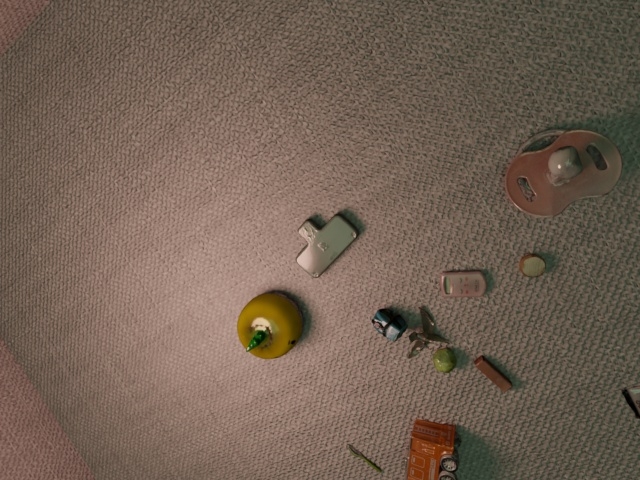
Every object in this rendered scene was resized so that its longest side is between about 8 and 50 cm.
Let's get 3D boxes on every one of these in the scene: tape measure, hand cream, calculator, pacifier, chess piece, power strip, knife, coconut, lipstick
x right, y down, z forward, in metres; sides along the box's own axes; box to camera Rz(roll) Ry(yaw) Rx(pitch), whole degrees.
[{"bbox_3d":[0.261,0.315,1.555,0.125,0.146,0.080,31,109,24],"label":"tape measure"},{"bbox_3d":[1.235,0.522,1.389,0.336,0.076,0.121,-26,89,25],"label":"hand cream"},{"bbox_3d":[0.520,0.161,1.507,0.175,0.032,0.100,-4,101,16],"label":"calculator"},{"bbox_3d":[0.752,-0.215,1.275,0.332,0.273,0.220,-26,111,19],"label":"pacifier"},{"bbox_3d":[0.742,0.089,1.432,0.084,0.038,0.083,4,105,15],"label":"chess piece"},{"bbox_3d":[0.000,0.000,1.593,0.194,0.059,0.265,43,108,-2],"label":"power strip"},{"bbox_3d":[0.186,0.945,1.769,0.184,0.022,0.026,35,78,6],"label":"knife"},{"bbox_3d":[0.474,0.462,1.559,0.088,0.088,0.096,-25,89,18],"label":"coconut"},{"bbox_3d":[0.650,0.500,1.539,0.145,0.045,0.045,42,107,3],"label":"lipstick"}]

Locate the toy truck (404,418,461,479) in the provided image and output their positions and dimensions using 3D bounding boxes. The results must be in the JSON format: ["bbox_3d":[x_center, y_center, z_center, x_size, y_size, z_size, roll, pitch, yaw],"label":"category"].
[{"bbox_3d":[0.435,0.926,1.626,0.207,0.173,0.387,7,101,20],"label":"toy truck"}]

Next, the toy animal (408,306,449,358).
[{"bbox_3d":[0.410,0.381,1.552,0.155,0.095,0.219,20,107,14],"label":"toy animal"}]

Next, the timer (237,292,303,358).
[{"bbox_3d":[-0.217,0.355,1.617,0.285,0.285,0.285,3,102,14],"label":"timer"}]
